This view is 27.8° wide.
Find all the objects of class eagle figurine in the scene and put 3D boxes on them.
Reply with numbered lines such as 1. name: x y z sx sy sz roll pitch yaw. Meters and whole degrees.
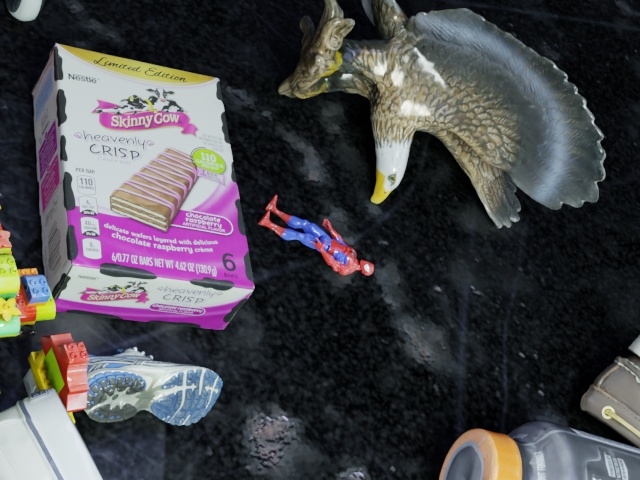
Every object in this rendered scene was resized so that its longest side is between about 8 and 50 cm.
1. eagle figurine: 0.114 -0.133 1.278 0.298 0.225 0.226 15 37 -10

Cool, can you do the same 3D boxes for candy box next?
1. candy box: -0.154 -0.047 1.097 0.159 0.071 0.233 8 51 -29

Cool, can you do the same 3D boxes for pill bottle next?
1. pill bottle: 0.222 0.228 1.086 0.246 0.130 0.130 18 47 -21

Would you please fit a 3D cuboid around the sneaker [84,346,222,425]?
1. sneaker: -0.134 0.105 0.998 0.135 0.052 0.058 13 20 -46

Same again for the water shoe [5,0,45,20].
1. water shoe: -0.246 -0.280 1.227 0.080 0.073 0.203 18 47 -25

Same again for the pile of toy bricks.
1. pile of toy bricks: -0.243 0.035 0.943 0.118 0.105 0.212 -5 59 -37

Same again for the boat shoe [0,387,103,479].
1. boat shoe: -0.157 0.231 0.856 0.088 0.096 0.267 -26 84 -13

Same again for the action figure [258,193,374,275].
1. action figure: 0.000 0.000 1.198 0.115 0.030 0.038 33 38 -10

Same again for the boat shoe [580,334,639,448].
1. boat shoe: 0.384 0.235 1.217 0.324 0.097 0.116 47 3 2
